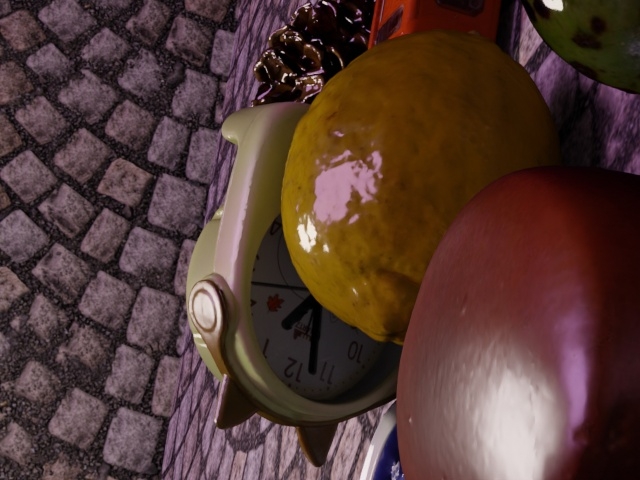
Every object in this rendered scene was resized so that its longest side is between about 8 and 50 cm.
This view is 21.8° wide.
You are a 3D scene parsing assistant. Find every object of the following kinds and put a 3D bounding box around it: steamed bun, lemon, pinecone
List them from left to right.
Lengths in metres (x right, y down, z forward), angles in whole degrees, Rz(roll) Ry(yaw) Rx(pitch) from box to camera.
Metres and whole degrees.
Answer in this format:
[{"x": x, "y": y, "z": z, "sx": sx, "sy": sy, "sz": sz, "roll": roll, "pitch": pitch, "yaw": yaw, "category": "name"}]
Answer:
[{"x": 0.038, "y": -0.205, "z": 2.089, "sx": 0.243, "sy": 0.257, "sz": 0.243, "roll": -6, "pitch": 81, "yaw": 38, "category": "pinecone"}, {"x": 0.097, "y": -0.056, "z": 1.597, "sx": 0.285, "sy": 0.285, "sz": 0.316, "roll": 122, "pitch": 136, "yaw": -56, "category": "lemon"}, {"x": 0.195, "y": 0.077, "z": 1.105, "sx": 0.379, "sy": 0.235, "sz": 0.248, "roll": 163, "pitch": 114, "yaw": -77, "category": "steamed bun"}]

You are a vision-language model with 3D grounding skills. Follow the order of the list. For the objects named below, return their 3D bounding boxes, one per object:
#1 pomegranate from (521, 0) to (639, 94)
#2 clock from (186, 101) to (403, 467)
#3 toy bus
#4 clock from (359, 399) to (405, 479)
[{"x": 0.276, "y": -0.208, "z": 1.181, "sx": 0.306, "sy": 0.242, "sz": 0.242, "roll": 33, "pitch": 112, "yaw": 43, "category": "pomegranate"}, {"x": -0.014, "y": 0.050, "z": 1.748, "sx": 0.117, "sy": 0.286, "sz": 0.348, "roll": 0, "pitch": 68, "yaw": 52, "category": "clock"}, {"x": 0.141, "y": -0.274, "z": 1.943, "sx": 0.153, "sy": 0.143, "sz": 0.329, "roll": 137, "pitch": 146, "yaw": -67, "category": "toy bus"}, {"x": 0.098, "y": 0.278, "z": 1.701, "sx": 0.230, "sy": 0.083, "sz": 0.230, "roll": -164, "pitch": 90, "yaw": -78, "category": "clock"}]
